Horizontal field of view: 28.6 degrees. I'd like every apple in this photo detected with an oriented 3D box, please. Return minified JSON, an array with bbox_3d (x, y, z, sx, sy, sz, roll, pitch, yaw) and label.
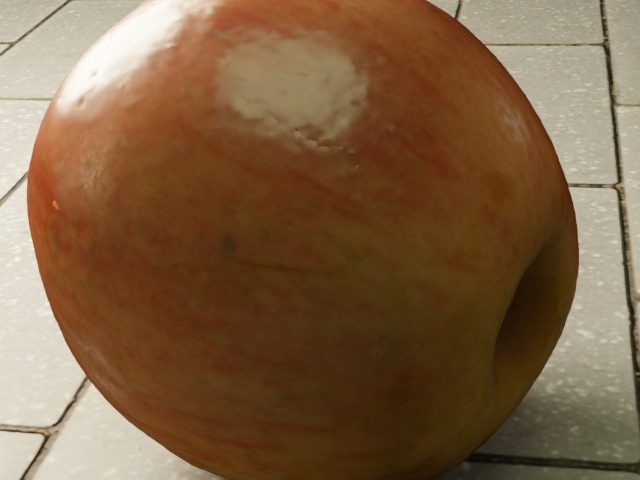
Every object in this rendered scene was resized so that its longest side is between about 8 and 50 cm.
[{"bbox_3d":[0.000,0.000,0.855,0.363,0.364,0.364,-3,26,1],"label":"apple"}]
